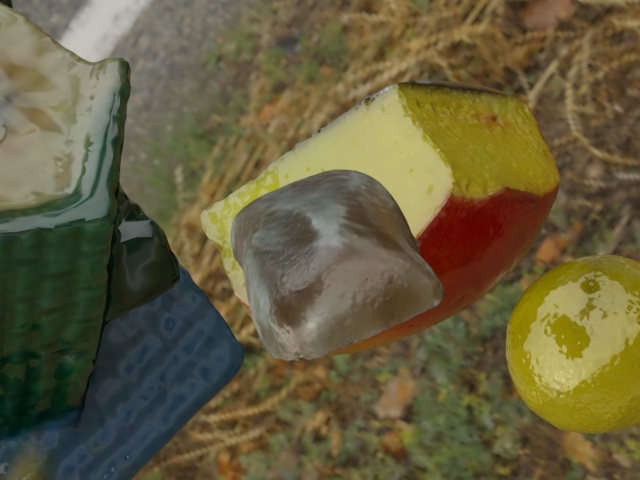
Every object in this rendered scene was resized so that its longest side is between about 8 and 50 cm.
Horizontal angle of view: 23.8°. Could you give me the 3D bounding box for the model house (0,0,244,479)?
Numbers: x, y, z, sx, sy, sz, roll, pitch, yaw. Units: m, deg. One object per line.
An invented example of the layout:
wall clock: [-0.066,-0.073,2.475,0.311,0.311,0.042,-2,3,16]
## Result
model house: [-0.225,0.018,1.004,0.342,0.382,0.334,36,56,16]

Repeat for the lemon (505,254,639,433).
lemon: [0.279,0.102,1.512,0.203,0.178,0.178,-41,39,52]

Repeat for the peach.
peach: [0.092,-0.017,1.682,0.380,0.306,0.242,-36,67,7]

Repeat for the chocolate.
chocolate: [-0.002,-0.001,1.291,0.157,0.080,0.254,-24,25,0]
